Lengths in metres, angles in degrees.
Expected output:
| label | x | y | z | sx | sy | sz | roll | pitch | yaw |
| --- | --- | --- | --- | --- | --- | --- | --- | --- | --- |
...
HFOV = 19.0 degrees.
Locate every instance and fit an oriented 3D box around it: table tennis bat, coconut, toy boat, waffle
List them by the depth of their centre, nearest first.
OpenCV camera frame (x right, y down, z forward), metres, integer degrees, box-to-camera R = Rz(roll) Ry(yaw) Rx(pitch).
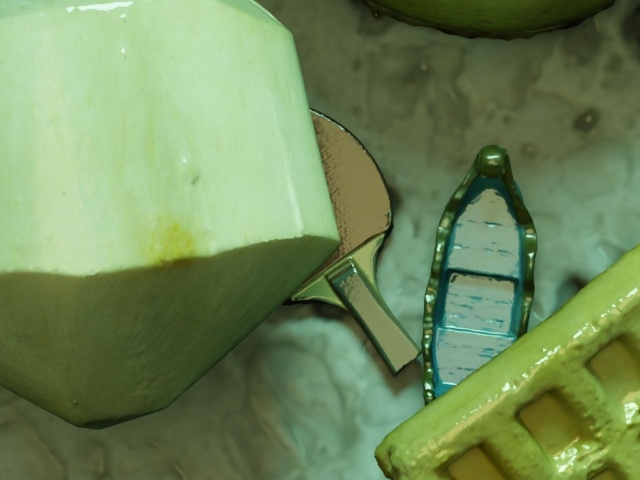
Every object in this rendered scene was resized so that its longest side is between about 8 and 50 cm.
| label | x | y | z | sx | sy | sz | roll | pitch | yaw |
| --- | --- | --- | --- | --- | --- | --- | --- | --- | --- |
| coconut | -0.143 | -0.031 | 1.237 | 0.323 | 0.323 | 0.323 | 0 | 82 | 3 |
| waffle | 0.188 | 0.126 | 1.283 | 0.274 | 0.057 | 0.168 | -37 | 109 | -2 |
| toy boat | 0.111 | 0.028 | 1.322 | 0.075 | 0.077 | 0.185 | 9 | 83 | 5 |
| table tennis bat | 0.000 | 0.000 | 1.362 | 0.130 | 0.019 | 0.220 | -35 | 80 | -2 |

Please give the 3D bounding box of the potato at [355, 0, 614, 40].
| label | x | y | z | sx | sy | sz | roll | pitch | yaw |
| --- | --- | --- | --- | --- | --- | --- | --- | --- | --- |
| potato | 0.088 | -0.366 | 1.264 | 0.442 | 0.319 | 0.385 | 41 | 87 | 5 |
